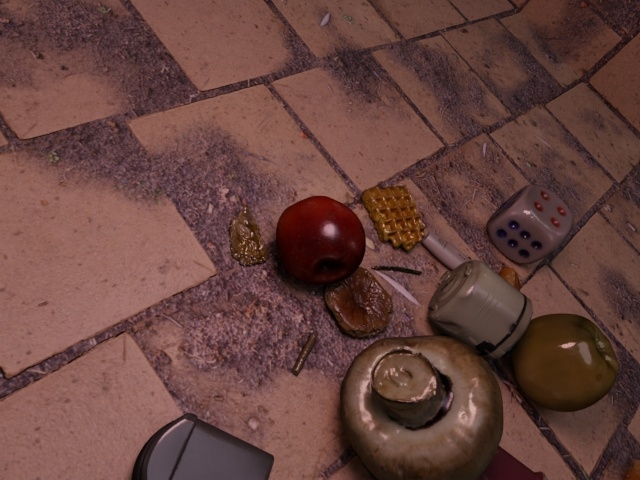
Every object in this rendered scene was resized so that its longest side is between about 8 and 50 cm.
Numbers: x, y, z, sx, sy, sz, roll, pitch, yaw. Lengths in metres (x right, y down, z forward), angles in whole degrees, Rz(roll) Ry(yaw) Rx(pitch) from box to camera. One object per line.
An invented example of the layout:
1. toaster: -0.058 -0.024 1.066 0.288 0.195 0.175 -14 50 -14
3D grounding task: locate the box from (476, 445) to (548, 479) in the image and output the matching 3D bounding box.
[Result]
1. box: 0.329 0.576 1.057 0.168 0.193 0.294 39 52 10

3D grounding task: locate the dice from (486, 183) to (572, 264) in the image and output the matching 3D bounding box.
1. dice: 0.676 -0.053 1.603 0.193 0.194 0.192 44 50 1

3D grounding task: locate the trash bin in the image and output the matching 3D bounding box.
1. trash bin: -0.223 0.436 0.916 0.236 0.101 0.176 30 51 -12

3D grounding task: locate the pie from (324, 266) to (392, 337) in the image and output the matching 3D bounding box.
1. pie: 0.096 0.160 1.274 0.195 0.046 0.195 12 58 -19

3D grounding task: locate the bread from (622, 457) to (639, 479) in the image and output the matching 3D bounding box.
1. bread: 0.940 0.717 1.153 0.371 0.390 0.279 -36 86 -36

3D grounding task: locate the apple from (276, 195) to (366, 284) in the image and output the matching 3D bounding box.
1. apple: 0.000 0.000 1.216 0.219 0.218 0.201 3 56 -25

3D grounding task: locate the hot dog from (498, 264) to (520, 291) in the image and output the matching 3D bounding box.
1. hot dog: 0.547 0.181 1.471 0.102 0.076 0.249 53 44 -41

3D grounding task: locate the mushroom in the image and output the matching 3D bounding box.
1. mushroom: 0.209 0.346 1.048 0.353 0.260 0.352 -12 44 12

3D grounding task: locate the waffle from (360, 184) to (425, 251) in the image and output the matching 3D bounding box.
1. waffle: 0.225 -0.063 1.468 0.161 0.055 0.210 -7 66 -31

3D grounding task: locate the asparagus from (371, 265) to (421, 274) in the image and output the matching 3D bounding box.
1. asparagus: 0.217 0.082 1.401 0.163 0.016 0.016 8 77 -23

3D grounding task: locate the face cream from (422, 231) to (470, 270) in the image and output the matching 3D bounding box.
1. face cream: 0.388 0.044 1.487 0.182 0.051 0.072 39 48 -2

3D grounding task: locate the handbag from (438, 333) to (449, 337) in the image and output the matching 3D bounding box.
1. handbag: 0.337 0.370 1.251 0.175 0.088 0.270 -5 59 -41

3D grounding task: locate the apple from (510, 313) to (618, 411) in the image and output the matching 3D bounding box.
1. apple: 0.647 0.319 1.332 0.263 0.262 0.262 13 57 -20

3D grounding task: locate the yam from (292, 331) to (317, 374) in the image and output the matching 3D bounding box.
1. yam: -0.036 0.263 1.161 0.021 0.021 0.116 33 53 -5

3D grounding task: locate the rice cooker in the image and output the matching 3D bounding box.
1. rice cooker: 0.425 0.187 1.312 0.244 0.226 0.226 36 52 0

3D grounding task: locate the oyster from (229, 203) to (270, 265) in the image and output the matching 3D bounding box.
1. oyster: -0.177 -0.003 1.246 0.122 0.045 0.146 37 51 -20
